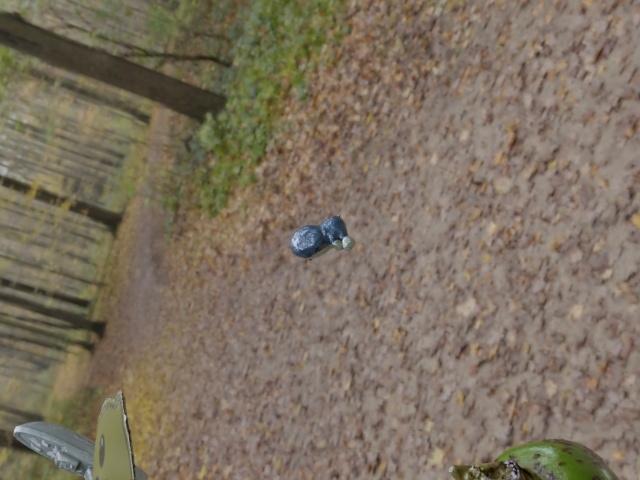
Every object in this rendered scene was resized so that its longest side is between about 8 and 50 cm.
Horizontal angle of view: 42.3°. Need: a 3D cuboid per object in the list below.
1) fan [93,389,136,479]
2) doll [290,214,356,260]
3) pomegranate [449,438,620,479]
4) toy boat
[{"bbox_3d":[-0.242,0.328,0.945,0.229,0.011,0.335,-150,67,-62],"label":"fan"},{"bbox_3d":[0.000,0.000,1.109,0.076,0.083,0.050,152,99,-86],"label":"doll"},{"bbox_3d":[0.272,0.337,1.024,0.211,0.263,0.211,-32,31,22],"label":"pomegranate"},{"bbox_3d":[-0.447,0.409,1.525,0.078,0.261,0.085,-55,8,46],"label":"toy boat"}]
